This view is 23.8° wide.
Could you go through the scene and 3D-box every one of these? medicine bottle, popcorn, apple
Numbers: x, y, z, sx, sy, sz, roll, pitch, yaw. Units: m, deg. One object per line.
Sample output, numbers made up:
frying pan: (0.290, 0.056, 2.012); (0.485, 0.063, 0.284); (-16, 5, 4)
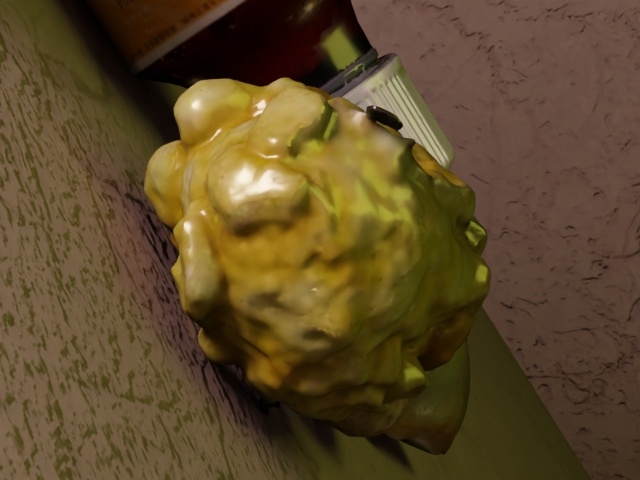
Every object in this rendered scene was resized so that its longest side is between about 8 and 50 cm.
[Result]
medicine bottle: (-0.050, -0.188, 1.322); (0.395, 0.242, 0.242); (56, 10, -13)
popcorn: (0.000, 0.000, 1.094); (0.286, 0.215, 0.252); (32, 34, -61)
apple: (0.049, 0.067, 1.422); (0.265, 0.120, 0.193); (59, 20, 21)

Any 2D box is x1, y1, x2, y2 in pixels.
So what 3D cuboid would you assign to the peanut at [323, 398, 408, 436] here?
peanut: (0.041, 0.072, 1.282); (0.085, 0.104, 0.228); (42, 32, -26)
